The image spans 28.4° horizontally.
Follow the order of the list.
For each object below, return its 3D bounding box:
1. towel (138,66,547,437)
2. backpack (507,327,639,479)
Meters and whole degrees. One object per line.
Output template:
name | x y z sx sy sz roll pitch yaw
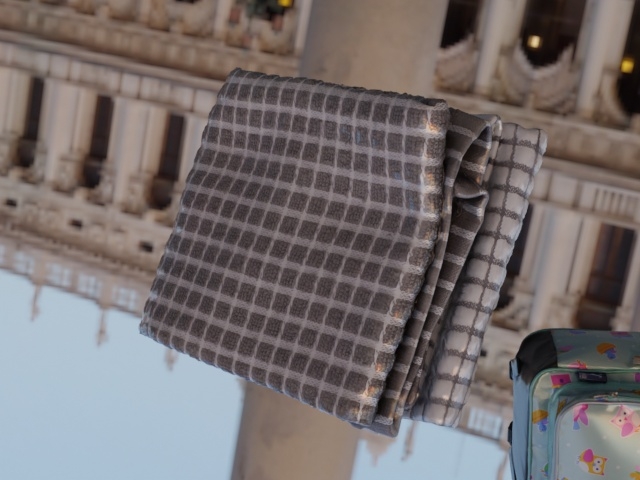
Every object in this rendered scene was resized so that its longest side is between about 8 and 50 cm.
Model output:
towel | 0.000 0.000 0.922 0.121 0.235 0.284 23 174 -42
backpack | 0.260 0.160 1.045 0.188 0.166 0.144 -3 -159 -4
